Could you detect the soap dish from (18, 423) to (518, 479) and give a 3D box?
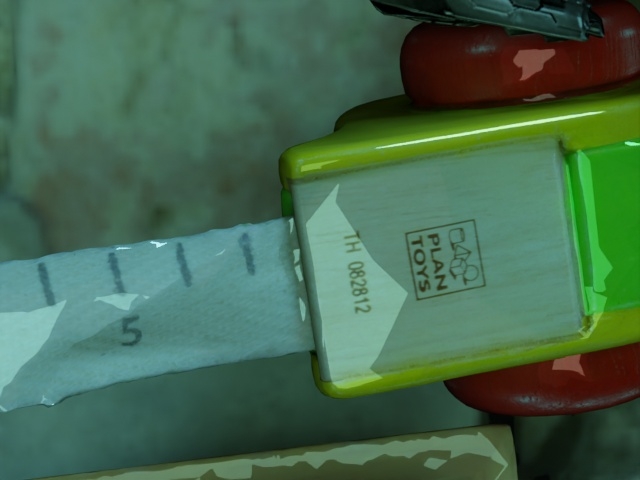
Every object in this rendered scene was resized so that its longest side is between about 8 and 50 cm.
[{"bbox_3d":[-0.046,0.199,0.563,0.229,0.118,0.291,-7,101,-3],"label":"soap dish"}]

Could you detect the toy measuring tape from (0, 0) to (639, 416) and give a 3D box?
[{"bbox_3d":[0.000,0.000,0.524,0.330,0.121,0.121,-10,101,-11],"label":"toy measuring tape"}]

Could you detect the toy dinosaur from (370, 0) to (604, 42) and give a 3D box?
[{"bbox_3d":[0.014,-0.169,0.476,0.322,0.164,0.218,12,99,-5],"label":"toy dinosaur"}]
